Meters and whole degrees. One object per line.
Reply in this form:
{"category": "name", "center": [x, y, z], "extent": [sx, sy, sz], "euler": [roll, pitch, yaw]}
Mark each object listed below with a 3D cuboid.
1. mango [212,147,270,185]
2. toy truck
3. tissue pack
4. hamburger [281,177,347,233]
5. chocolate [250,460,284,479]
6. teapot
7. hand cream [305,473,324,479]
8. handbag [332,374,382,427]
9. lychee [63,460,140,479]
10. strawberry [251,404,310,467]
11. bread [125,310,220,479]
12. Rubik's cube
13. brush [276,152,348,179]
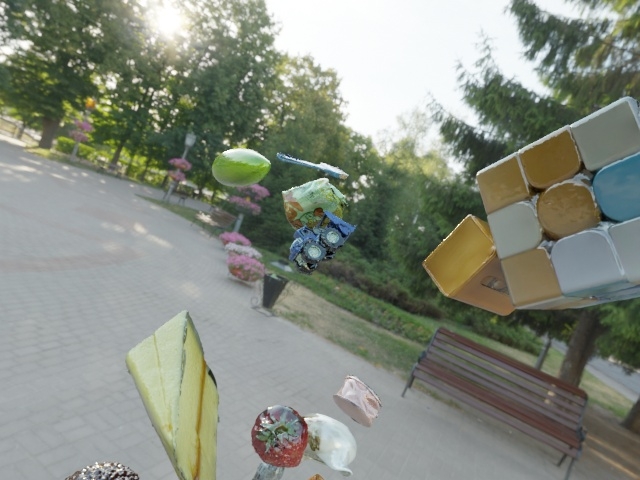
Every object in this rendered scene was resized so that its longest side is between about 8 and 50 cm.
{"category": "mango", "center": [-0.311, -0.296, 1.671], "extent": [0.192, 0.156, 0.343], "euler": [-26, 24, -33]}
{"category": "toy truck", "center": [0.000, 0.000, 1.233], "extent": [0.126, 0.208, 0.113], "euler": [51, -32, 10]}
{"category": "tissue pack", "center": [0.455, 0.078, 1.115], "extent": [0.274, 0.194, 0.145], "euler": [19, 29, -34]}
{"category": "hamburger", "center": [-0.008, -0.095, 1.417], "extent": [0.214, 0.235, 0.125], "euler": [-7, 39, 15]}
{"category": "chocolate", "center": [-0.229, 0.971, 1.647], "extent": [0.110, 0.248, 0.110], "euler": [31, -7, 4]}
{"category": "teapot", "center": [-0.005, 0.597, 1.198], "extent": [0.204, 0.139, 0.298], "euler": [37, -37, -23]}
{"category": "hand cream", "center": [-0.122, 0.836, 1.258], "extent": [0.089, 0.314, 0.139], "euler": [59, 8, 4]}
{"category": "handbag", "center": [0.155, 0.666, 1.709], "extent": [0.205, 0.116, 0.179], "euler": [23, -38, 33]}
{"category": "lychee", "center": [-0.601, 0.711, 1.077], "extent": [0.235, 0.236, 0.271], "euler": [23, -8, 38]}
{"category": "strawberry", "center": [-0.068, 0.338, 0.700], "extent": [0.106, 0.106, 0.106], "euler": [21, 2, -1]}
{"category": "bread", "center": [-0.321, 0.463, 1.075], "extent": [0.242, 0.346, 0.404], "euler": [-30, 42, -31]}
{"category": "Rubik's cube", "center": [0.622, -0.046, 0.924], "extent": [0.346, 0.347, 0.344], "euler": [8, -23, -36]}
{"category": "brush", "center": [-0.014, -0.139, 0.767], "extent": [0.164, 0.014, 0.051], "euler": [8, 24, -42]}
